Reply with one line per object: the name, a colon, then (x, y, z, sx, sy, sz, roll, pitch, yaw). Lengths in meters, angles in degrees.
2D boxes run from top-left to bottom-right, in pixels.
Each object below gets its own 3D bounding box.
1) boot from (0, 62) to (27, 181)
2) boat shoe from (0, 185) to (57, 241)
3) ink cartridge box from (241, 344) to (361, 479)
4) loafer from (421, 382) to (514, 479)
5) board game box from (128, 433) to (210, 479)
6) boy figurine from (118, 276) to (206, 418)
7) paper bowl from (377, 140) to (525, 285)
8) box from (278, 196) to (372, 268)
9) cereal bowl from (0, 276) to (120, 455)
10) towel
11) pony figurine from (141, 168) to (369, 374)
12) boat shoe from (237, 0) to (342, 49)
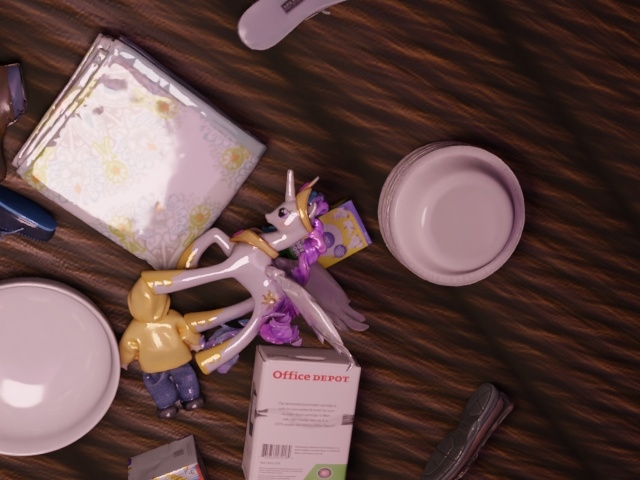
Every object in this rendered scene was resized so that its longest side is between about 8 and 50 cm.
boot: (-0.571, -0.215, 1.786, 0.106, 0.082, 0.219, -13, 102, -6)
boat shoe: (-0.610, -0.054, 1.816, 0.258, 0.109, 0.089, 26, 103, 1)
ink cartridge box: (-0.041, 0.357, 1.999, 0.199, 0.115, 0.272, 5, 101, -13)
loafer: (0.318, 0.433, 2.104, 0.084, 0.096, 0.267, 32, 92, -22)
board game box: (-0.270, 0.556, 1.981, 0.142, 0.144, 0.275, -20, 104, -6)
boy figurine: (-0.317, 0.203, 1.924, 0.177, 0.092, 0.285, -18, 104, -7)
paper bowl: (0.266, -0.050, 1.960, 0.284, 0.148, 0.284, -2, 103, -10)
box: (0.000, 0.000, 1.970, 0.179, 0.043, 0.105, -28, 107, -2)
cereal bowl: (-0.546, 0.222, 1.854, 0.339, 0.141, 0.338, -2, 102, -10)
towel: (-0.335, -0.158, 1.847, 0.374, 0.090, 0.320, 36, 96, -16)
pony figurine: (-0.088, 0.091, 1.825, 0.364, 0.303, 0.351, -30, 99, 7)
boat shoe: (-0.022, -0.460, 1.835, 0.306, 0.105, 0.113, -39, 111, 5)
